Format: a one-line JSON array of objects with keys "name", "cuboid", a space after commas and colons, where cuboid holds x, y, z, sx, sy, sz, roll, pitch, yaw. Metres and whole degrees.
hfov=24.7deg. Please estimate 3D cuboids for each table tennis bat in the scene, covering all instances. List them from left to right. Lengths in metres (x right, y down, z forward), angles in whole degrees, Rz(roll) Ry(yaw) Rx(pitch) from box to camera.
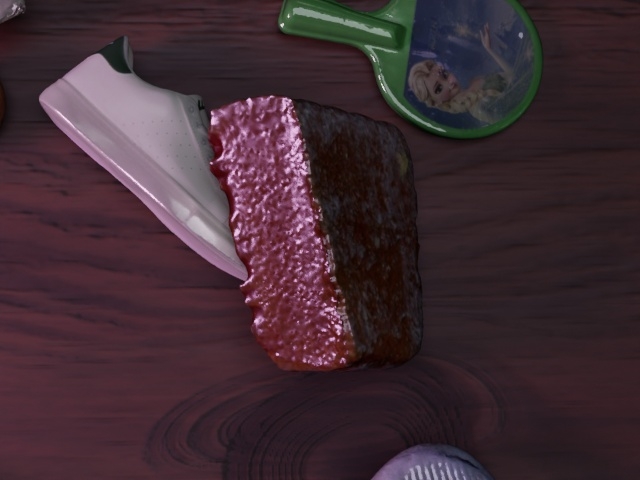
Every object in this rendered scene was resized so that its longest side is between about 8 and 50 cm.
[{"name": "table tennis bat", "cuboid": [0.087, -0.185, 1.375, 0.257, 0.039, 0.160, 14, 80, -6]}]

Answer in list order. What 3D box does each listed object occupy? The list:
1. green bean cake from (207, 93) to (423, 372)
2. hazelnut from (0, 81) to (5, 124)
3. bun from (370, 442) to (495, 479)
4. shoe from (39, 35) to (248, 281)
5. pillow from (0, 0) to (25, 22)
[{"name": "green bean cake", "cuboid": [0.000, 0.000, 1.270, 0.097, 0.198, 0.233, -9, 83, 37]}, {"name": "hazelnut", "cuboid": [-0.324, -0.120, 1.310, 0.086, 0.086, 0.086, 1, 83, -5]}, {"name": "bun", "cuboid": [0.097, 0.250, 1.301, 0.141, 0.083, 0.141, 2, 83, -15]}, {"name": "shoe", "cuboid": [-0.124, -0.076, 1.313, 0.265, 0.095, 0.110, 40, 79, 2]}, {"name": "pillow", "cuboid": [-0.365, -0.262, 1.314, 0.128, 0.051, 0.229, -28, 72, -8]}]
